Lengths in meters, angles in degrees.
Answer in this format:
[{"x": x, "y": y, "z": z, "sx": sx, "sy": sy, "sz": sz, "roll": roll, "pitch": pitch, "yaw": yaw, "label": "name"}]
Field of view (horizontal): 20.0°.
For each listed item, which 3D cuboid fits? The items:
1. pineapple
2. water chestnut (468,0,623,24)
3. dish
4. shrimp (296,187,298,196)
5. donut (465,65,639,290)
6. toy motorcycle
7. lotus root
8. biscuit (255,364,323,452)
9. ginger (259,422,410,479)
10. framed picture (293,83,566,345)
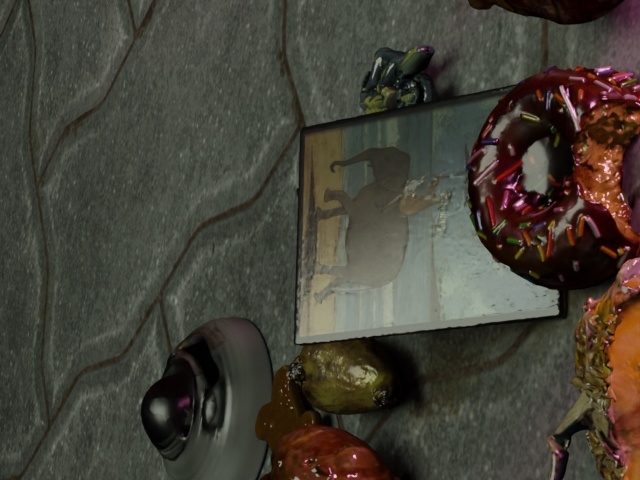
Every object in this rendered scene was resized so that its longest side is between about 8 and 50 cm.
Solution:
[{"x": 0.275, "y": 0.103, "z": 1.623, "sx": 0.161, "sy": 0.158, "sz": 0.334, "roll": 42, "pitch": 120, "yaw": 59, "label": "pineapple"}, {"x": 0.237, "y": -0.328, "z": 1.795, "sx": 0.224, "sy": 0.238, "sz": 0.223, "roll": -25, "pitch": -90, "yaw": -86, "label": "water chestnut"}, {"x": -0.182, "y": 0.235, "z": 2.509, "sx": 0.273, "sy": 0.134, "sz": 0.273, "roll": -28, "pitch": 58, "yaw": 56, "label": "dish"}, {"x": 0.003, "y": 0.001, "z": 2.328, "sx": 0.195, "sy": 0.035, "sz": 0.147, "roll": 23, "pitch": 105, "yaw": 61, "label": "shrimp"}, {"x": 0.230, "y": -0.068, "z": 1.803, "sx": 0.216, "sy": 0.096, "sz": 0.230, "roll": 15, "pitch": 94, "yaw": 52, "label": "donut"}, {"x": 0.091, "y": -0.181, "z": 2.173, "sx": 0.193, "sy": 0.061, "sz": 0.124, "roll": 140, "pitch": 126, "yaw": -63, "label": "toy motorcycle"}, {"x": 0.045, "y": 0.161, "z": 2.140, "sx": 0.191, "sy": 0.094, "sz": 0.108, "roll": 8, "pitch": 122, "yaw": 54, "label": "lotus root"}, {"x": -0.029, "y": 0.265, "z": 2.309, "sx": 0.138, "sy": 0.031, "sz": 0.205, "roll": -67, "pitch": 30, "yaw": 28, "label": "biscuit"}, {"x": 0.012, "y": 0.389, "z": 2.041, "sx": 0.254, "sy": 0.176, "sz": 0.418, "roll": 120, "pitch": 151, "yaw": -44, "label": "ginger"}, {"x": 0.114, "y": -0.027, "z": 1.976, "sx": 0.347, "sy": 0.016, "sz": 0.265, "roll": -7, "pitch": 73, "yaw": 35, "label": "framed picture"}]
